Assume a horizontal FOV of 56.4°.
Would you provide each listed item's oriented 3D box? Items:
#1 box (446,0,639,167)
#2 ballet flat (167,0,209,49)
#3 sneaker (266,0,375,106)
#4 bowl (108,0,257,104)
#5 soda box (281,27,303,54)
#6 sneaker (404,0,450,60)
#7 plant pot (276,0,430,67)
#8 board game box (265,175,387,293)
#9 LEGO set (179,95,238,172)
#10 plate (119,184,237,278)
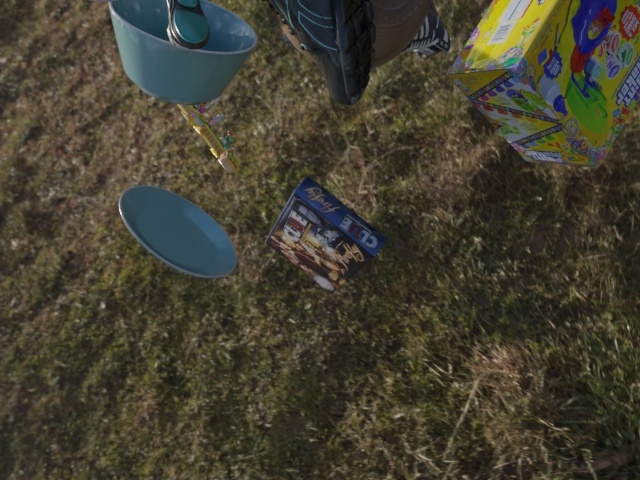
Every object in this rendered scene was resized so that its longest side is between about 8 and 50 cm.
[{"bbox_3d":[0.439,-0.334,1.093,0.289,0.279,0.177,-58,30,-7],"label":"box"},{"bbox_3d":[-0.239,-0.388,1.056,0.074,0.074,0.203,-26,57,17],"label":"ballet flat"},{"bbox_3d":[-0.009,-0.272,0.650,0.106,0.267,0.101,1,39,24],"label":"sneaker"},{"bbox_3d":[-0.308,-0.410,1.310,0.311,0.312,0.163,49,133,33],"label":"bowl"},{"bbox_3d":[0.013,-0.455,1.345,0.084,0.263,0.092,-17,78,28],"label":"soda box"},{"bbox_3d":[0.219,-0.472,1.417,0.099,0.153,0.282,-4,42,43],"label":"sneaker"},{"bbox_3d":[0.062,-0.334,0.757,0.237,0.237,0.110,-53,33,1],"label":"plant pot"},{"bbox_3d":[0.000,0.000,1.043,0.165,0.243,0.042,38,65,0],"label":"board game box"},{"bbox_3d":[-0.274,-0.311,1.496,0.107,0.132,0.287,-39,100,-6],"label":"LEGO set"},{"bbox_3d":[-0.204,-0.008,0.851,0.024,0.188,0.188,-49,55,21],"label":"plate"}]
